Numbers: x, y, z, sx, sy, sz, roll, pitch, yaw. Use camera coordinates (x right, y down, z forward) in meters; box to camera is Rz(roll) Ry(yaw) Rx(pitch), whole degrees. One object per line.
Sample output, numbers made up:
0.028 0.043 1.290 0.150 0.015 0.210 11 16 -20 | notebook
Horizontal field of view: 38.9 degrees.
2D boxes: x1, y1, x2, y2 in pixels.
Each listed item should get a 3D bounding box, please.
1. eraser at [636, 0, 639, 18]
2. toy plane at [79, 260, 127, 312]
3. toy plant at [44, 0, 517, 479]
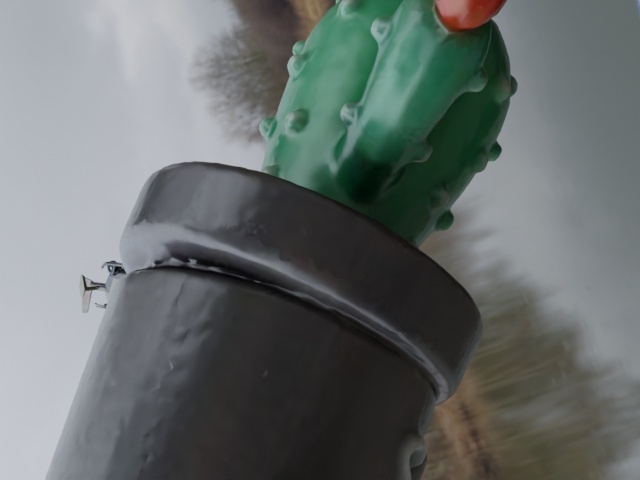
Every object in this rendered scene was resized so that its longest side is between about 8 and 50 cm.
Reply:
0.281 -0.116 0.566 0.042 0.144 0.311 -13 -91 -71 | eraser
-0.154 0.038 0.701 0.121 0.031 0.049 5 98 45 | toy plane
0.003 0.006 0.475 0.400 0.185 0.279 -68 -27 -21 | toy plant
